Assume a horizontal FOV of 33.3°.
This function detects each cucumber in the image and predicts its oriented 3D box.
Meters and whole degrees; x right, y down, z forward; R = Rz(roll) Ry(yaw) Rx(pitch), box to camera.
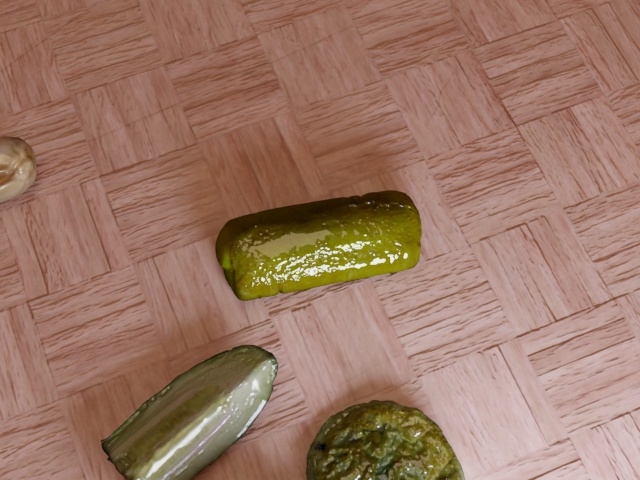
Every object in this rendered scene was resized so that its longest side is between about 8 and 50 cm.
[{"bbox_3d":[-0.209,0.305,1.823,0.325,0.105,0.145,-41,45,-18],"label":"cucumber"}]

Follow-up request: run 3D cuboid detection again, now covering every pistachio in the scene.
[{"bbox_3d":[-0.631,-0.125,2.015,0.200,0.117,0.145,-21,28,-3],"label":"pistachio"}]

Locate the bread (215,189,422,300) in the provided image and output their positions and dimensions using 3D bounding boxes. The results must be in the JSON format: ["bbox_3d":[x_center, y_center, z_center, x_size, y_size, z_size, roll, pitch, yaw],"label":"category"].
[{"bbox_3d":[0.000,0.000,1.959,0.384,0.112,0.166,-10,65,-6],"label":"bread"}]

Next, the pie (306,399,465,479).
[{"bbox_3d":[0.106,0.394,1.789,0.277,0.078,0.277,-1,65,2],"label":"pie"}]
